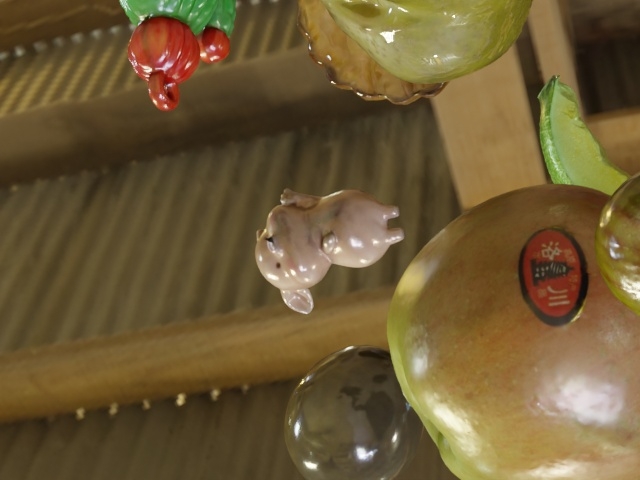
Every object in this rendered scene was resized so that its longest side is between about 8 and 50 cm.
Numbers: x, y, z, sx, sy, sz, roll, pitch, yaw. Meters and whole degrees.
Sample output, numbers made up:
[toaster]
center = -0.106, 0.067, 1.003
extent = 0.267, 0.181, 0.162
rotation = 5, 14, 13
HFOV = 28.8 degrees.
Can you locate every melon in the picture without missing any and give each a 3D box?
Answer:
[melon]
center = 0.442, -0.114, 2.059
extent = 0.124, 0.323, 0.196
rotation = -38, 170, 13

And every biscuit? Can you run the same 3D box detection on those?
[biscuit]
center = 0.123, -0.371, 1.954
extent = 0.325, 0.326, 0.107
rotation = -11, 175, 12

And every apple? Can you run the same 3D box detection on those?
[apple]
center = 0.223, 0.107, 1.294
extent = 0.305, 0.338, 0.338
rotation = -19, -145, 6

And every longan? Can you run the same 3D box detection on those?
[longan]
center = 0.042, 0.243, 1.647
extent = 0.212, 0.198, 0.198
rotation = -47, -163, 38

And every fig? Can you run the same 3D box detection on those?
[fig]
center = 0.300, 0.008, 0.967
extent = 0.148, 0.142, 0.186
rotation = -21, -169, -25

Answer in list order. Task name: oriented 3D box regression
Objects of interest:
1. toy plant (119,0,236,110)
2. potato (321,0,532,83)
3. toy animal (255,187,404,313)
[toy plant]
center = -0.113, -0.220, 0.992
extent = 0.088, 0.240, 0.154
rotation = -11, 180, 22
[potato]
center = 0.026, -0.226, 0.688
extent = 0.202, 0.351, 0.218
rotation = -41, -132, 1
[toy animal]
center = 0.003, 0.002, 1.106
extent = 0.150, 0.089, 0.083
rotation = -18, -136, 26
